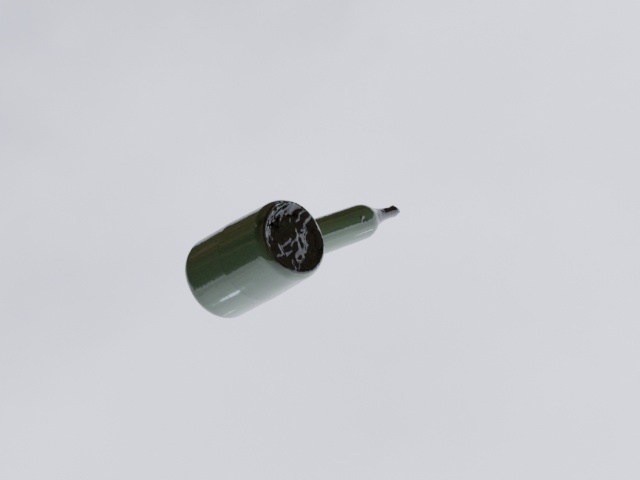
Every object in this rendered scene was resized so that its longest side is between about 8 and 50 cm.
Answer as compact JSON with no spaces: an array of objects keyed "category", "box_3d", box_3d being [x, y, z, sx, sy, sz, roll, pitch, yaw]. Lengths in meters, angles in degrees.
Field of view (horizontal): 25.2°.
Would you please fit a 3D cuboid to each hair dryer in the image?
[{"category":"hair dryer","box_3d":[0.000,0.000,0.796,0.150,0.047,0.071,-16,173,-46]}]
